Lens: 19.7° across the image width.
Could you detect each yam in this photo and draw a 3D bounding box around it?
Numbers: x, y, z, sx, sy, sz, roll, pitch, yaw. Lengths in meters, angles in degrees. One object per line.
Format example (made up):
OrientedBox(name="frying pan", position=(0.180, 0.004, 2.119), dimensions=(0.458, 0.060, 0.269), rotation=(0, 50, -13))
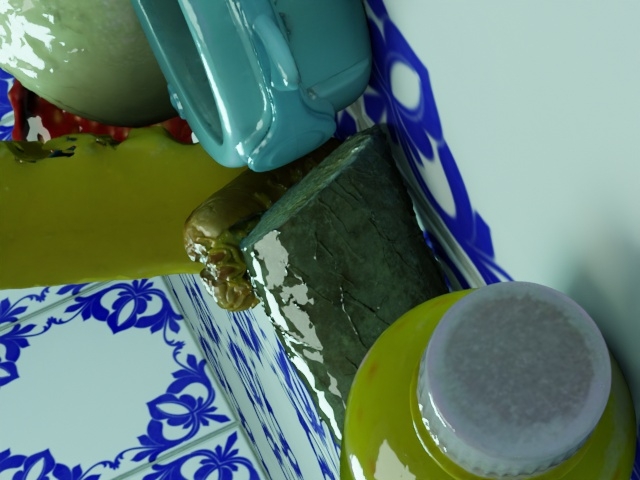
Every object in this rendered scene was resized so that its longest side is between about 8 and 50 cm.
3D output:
OrientedBox(name="yam", position=(0.026, 0.040, 1.009), dimensions=(0.183, 0.107, 0.107), rotation=(64, 173, -8))

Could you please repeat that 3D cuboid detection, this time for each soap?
OrientedBox(name="soap", position=(-0.134, -0.029, 1.274), dimensions=(0.324, 0.204, 0.096), rotation=(-136, 41, -86))

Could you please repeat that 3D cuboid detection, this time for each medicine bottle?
OrientedBox(name="medicine bottle", position=(0.070, 0.077, 0.752), dimensions=(0.212, 0.122, 0.121), rotation=(92, 152, -73))

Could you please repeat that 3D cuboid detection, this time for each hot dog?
OrientedBox(name="hot dog", position=(-0.025, -0.012, 1.087), dimensions=(0.165, 0.045, 0.071), rotation=(-37, -69, -53))

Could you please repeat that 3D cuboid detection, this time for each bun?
OrientedBox(name="bun", position=(-0.209, -0.244, 1.354), dimensions=(0.364, 0.202, 0.364), rotation=(61, 170, 18))

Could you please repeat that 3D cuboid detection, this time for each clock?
OrientedBox(name="clock", position=(-0.049, -0.147, 0.988), dimensions=(0.223, 0.094, 0.274), rotation=(67, 170, -15))

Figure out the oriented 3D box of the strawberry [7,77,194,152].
OrientedBox(name="strawberry", position=(-0.181, -0.179, 1.603), dimensions=(0.233, 0.138, 0.306), rotation=(-31, -62, -72))
